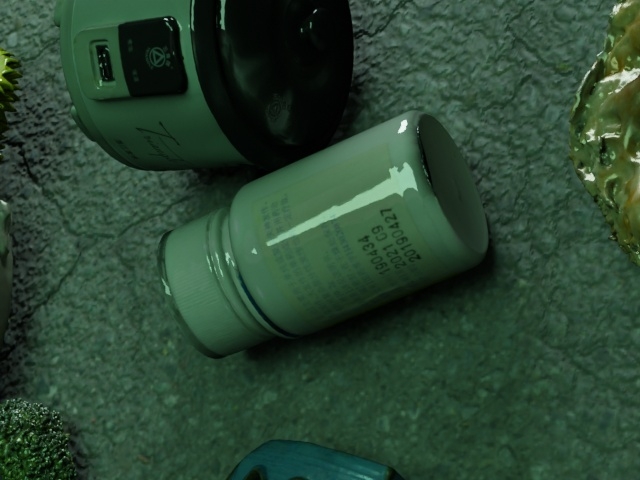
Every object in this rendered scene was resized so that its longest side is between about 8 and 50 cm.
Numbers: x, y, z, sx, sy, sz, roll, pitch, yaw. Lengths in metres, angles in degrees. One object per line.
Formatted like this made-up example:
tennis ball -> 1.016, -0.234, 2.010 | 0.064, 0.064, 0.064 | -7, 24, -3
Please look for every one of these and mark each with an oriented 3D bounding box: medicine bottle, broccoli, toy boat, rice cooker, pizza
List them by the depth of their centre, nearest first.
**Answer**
pizza -> 0.282, -0.089, 1.378 | 0.189, 0.071, 0.297 | 10, 74, 33
toy boat -> -0.008, 0.212, 1.410 | 0.185, 0.075, 0.077 | 10, 66, 37
medicine bottle -> 0.000, 0.000, 1.461 | 0.258, 0.143, 0.143 | -22, 59, 20
rice cooker -> -0.090, -0.176, 1.538 | 0.227, 0.241, 0.280 | -2, 98, 33
broccoli -> -0.264, 0.196, 1.582 | 0.097, 0.092, 0.095 | 16, 37, -1

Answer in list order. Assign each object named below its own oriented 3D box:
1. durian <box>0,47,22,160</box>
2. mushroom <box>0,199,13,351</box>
durian -> -0.414, -0.138, 1.748 | 0.352, 0.169, 0.158 | 9, 85, 49
mushroom -> -0.369, 0.108, 1.636 | 0.154, 0.137, 0.407 | 0, 62, -7
